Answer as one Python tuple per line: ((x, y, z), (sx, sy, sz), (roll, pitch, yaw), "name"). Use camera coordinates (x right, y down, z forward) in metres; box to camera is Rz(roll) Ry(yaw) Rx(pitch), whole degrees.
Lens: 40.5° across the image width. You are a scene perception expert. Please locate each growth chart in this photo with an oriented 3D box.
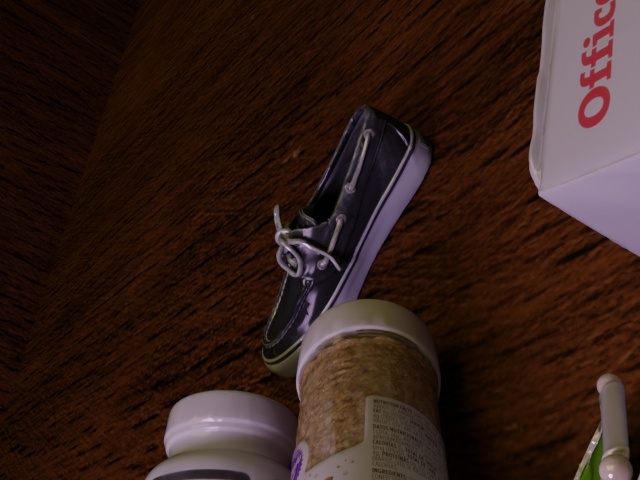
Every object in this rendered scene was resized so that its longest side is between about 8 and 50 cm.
((0.134, 0.198, 0.501), (0.172, 0.021, 0.237), (-4, -67, -76), "growth chart")

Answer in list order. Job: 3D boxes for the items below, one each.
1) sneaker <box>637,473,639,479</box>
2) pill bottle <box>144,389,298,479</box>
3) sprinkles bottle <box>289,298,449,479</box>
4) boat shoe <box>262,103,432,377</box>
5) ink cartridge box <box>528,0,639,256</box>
((0.217, 0.167, 0.402), (0.150, 0.135, 0.366), (23, 80, 33), "sneaker")
((-0.092, 0.289, 0.781), (0.162, 0.162, 0.278), (-40, 34, 40), "pill bottle")
((0.034, 0.183, 0.605), (0.121, 0.121, 0.355), (-51, 16, 25), "sprinkles bottle")
((0.002, 0.001, 0.931), (0.306, 0.105, 0.113), (-58, 26, 11), "boat shoe")
((0.313, -0.165, 0.444), (0.384, 0.160, 0.279), (-24, 46, 52), "ink cartridge box")
